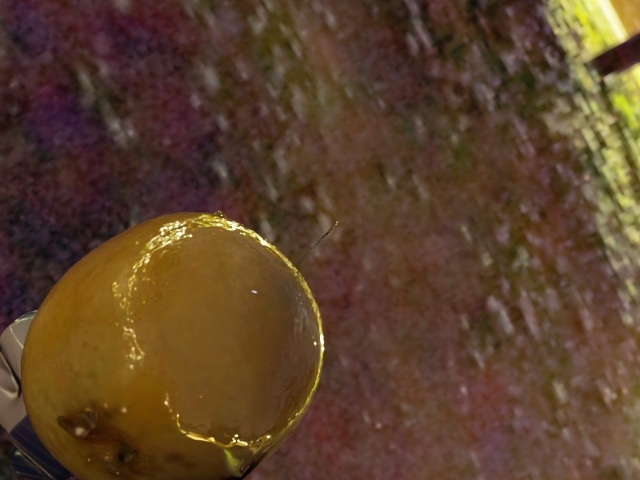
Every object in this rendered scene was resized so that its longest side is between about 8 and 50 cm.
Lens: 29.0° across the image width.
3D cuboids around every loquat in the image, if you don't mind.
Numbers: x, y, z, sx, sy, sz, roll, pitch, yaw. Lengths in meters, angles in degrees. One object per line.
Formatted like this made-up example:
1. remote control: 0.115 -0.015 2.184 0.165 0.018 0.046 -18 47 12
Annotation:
1. loquat: -0.072 0.058 0.617 0.137 0.163 0.163 41 24 -3

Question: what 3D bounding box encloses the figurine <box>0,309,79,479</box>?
1. figurine: -0.182 0.181 1.025 0.133 0.194 0.274 2 68 -74

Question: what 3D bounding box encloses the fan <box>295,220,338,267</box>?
1. fan: -0.006 0.006 1.097 0.003 0.060 0.080 42 7 0
